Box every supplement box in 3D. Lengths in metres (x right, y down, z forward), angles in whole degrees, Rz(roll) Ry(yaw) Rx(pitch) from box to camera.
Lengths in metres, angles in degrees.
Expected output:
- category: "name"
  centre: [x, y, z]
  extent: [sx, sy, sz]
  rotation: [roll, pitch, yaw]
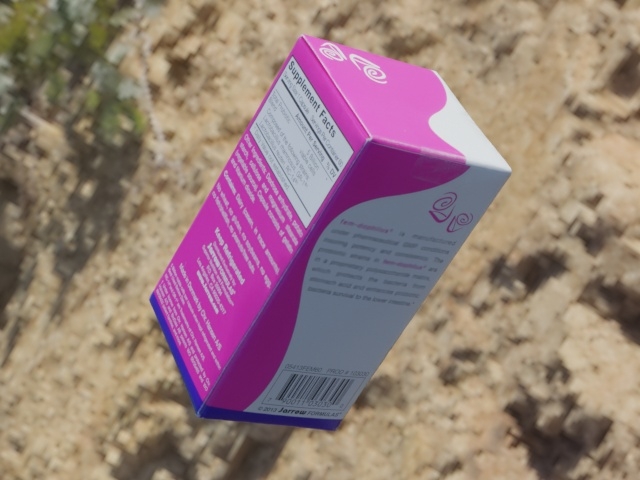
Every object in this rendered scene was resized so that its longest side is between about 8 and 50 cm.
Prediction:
- category: "supplement box"
  centre: [0.000, 0.000, 0.909]
  extent: [0.220, 0.111, 0.114]
  rotation: [-56, 41, 28]
